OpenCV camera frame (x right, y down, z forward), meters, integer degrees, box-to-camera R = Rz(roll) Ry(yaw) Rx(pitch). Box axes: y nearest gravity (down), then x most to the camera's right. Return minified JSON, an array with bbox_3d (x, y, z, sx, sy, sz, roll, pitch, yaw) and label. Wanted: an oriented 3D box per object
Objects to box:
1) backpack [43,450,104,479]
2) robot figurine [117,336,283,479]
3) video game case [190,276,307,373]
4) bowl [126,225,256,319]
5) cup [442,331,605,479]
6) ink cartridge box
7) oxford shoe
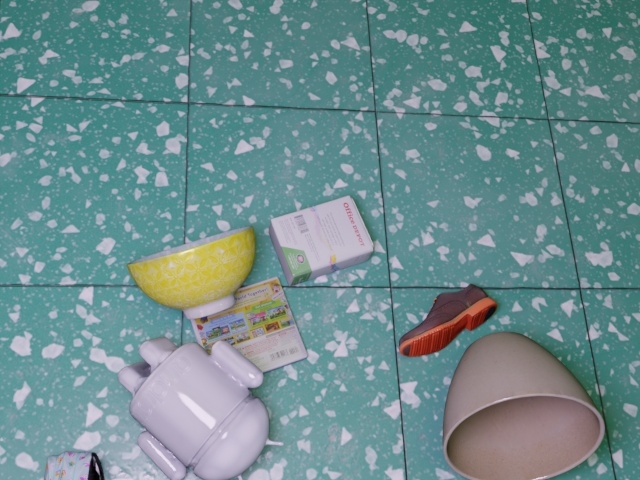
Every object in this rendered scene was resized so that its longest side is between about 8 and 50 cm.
[{"bbox_3d":[-0.489,0.507,1.435,0.115,0.152,0.182,5,55,-17],"label":"backpack"},{"bbox_3d":[-0.250,0.353,1.504,0.353,0.200,0.300,39,98,8],"label":"robot figurine"},{"bbox_3d":[-0.169,0.211,1.672,0.226,0.026,0.206,-18,72,-15],"label":"video game case"},{"bbox_3d":[-0.262,0.081,1.597,0.289,0.289,0.156,-19,96,-16],"label":"bowl"},{"bbox_3d":[0.413,0.342,1.586,0.330,0.331,0.237,5,40,-8],"label":"cup"},{"bbox_3d":[0.000,0.000,1.750,0.212,0.093,0.154,-19,73,-15],"label":"ink cartridge box"},{"bbox_3d":[0.287,0.189,1.733,0.271,0.097,0.098,-23,53,-22],"label":"oxford shoe"}]
